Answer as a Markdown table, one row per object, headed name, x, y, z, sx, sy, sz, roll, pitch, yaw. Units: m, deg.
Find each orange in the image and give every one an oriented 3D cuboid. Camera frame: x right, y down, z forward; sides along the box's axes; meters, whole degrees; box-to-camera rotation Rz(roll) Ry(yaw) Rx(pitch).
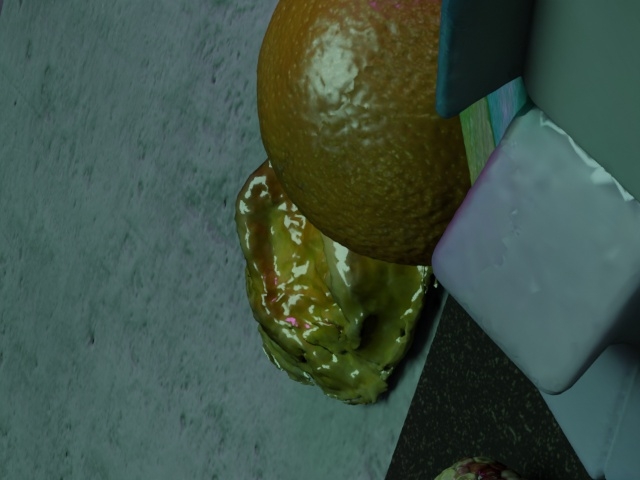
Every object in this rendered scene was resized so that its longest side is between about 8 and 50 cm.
| name | x | y | z | sx | sy | sz | roll | pitch | yaw |
| --- | --- | --- | --- | --- | --- | --- | --- | --- | --- |
| orange | 0.078 | -0.117 | 1.088 | 0.264 | 0.264 | 0.264 | -27 | 59 | 60 |

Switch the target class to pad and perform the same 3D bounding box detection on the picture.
| name | x | y | z | sx | sy | sz | roll | pitch | yaw |
| --- | --- | --- | --- | --- | --- | --- | --- | --- | --- |
| pad | 0.140 | 0.186 | 1.133 | 0.330 | 0.004 | 0.220 | 50 | 128 | 56 |

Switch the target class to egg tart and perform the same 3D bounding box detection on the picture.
| name | x | y | z | sx | sy | sz | roll | pitch | yaw |
| --- | --- | --- | --- | --- | --- | --- | --- | --- | --- |
| egg tart | 0.000 | 0.000 | 1.348 | 0.297 | 0.132 | 0.297 | -5 | 84 | 61 |

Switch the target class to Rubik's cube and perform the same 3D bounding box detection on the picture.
| name | x | y | z | sx | sy | sz | roll | pitch | yaw |
| --- | --- | --- | --- | --- | --- | --- | --- | --- | --- |
| Rubik's cube | 0.213 | -0.069 | 0.689 | 0.368 | 0.358 | 0.387 | 60 | 160 | -4 |

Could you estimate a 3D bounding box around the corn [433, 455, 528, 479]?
| name | x | y | z | sx | sy | sz | roll | pitch | yaw |
| --- | --- | --- | --- | --- | --- | --- | --- | --- | --- |
| corn | 0.150 | 0.233 | 1.000 | 0.253 | 0.086 | 0.086 | 47 | 125 | 55 |
